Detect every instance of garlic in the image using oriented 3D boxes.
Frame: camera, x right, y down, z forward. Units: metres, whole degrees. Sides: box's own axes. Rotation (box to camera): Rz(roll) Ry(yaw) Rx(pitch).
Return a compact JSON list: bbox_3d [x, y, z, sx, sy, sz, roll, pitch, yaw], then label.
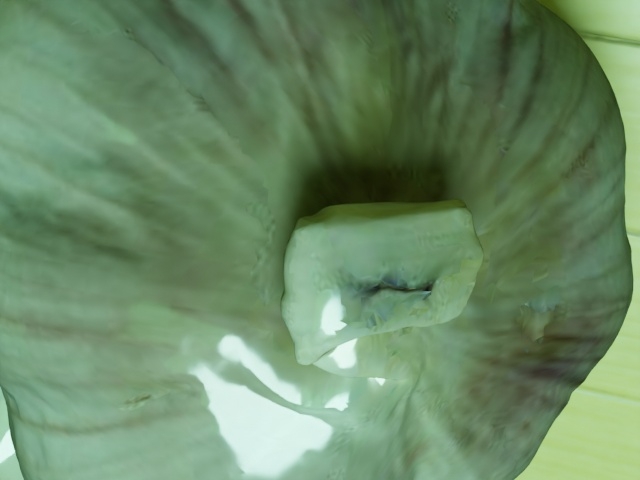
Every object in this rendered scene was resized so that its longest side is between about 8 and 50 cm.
[{"bbox_3d":[-0.006,-0.005,0.526,0.241,0.322,0.322,21,126,38],"label":"garlic"}]

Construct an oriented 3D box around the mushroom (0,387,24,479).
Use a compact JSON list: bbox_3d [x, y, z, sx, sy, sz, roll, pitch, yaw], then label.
[{"bbox_3d":[-0.240,0.162,0.663,0.315,0.315,0.356,22,131,5],"label":"mushroom"}]
